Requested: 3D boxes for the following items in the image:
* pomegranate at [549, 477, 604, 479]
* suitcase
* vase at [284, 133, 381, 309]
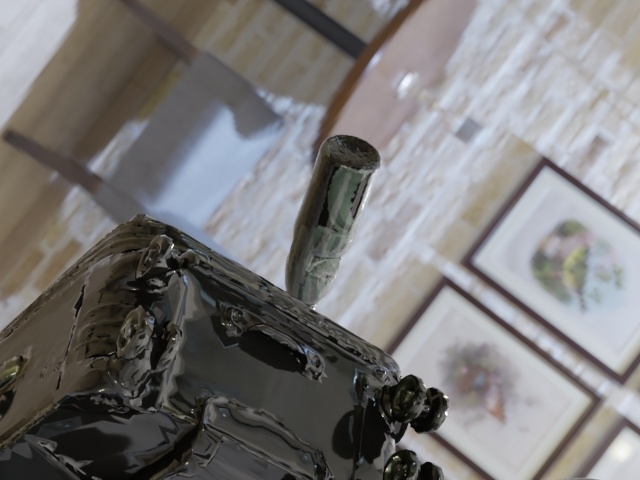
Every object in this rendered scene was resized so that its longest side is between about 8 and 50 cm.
[{"bbox_3d":[0.187,0.345,1.110,0.319,0.319,0.319,-49,167,-16],"label":"pomegranate"},{"bbox_3d":[-0.141,0.162,0.999,0.434,0.283,0.194,-39,-149,38],"label":"suitcase"},{"bbox_3d":[0.000,0.000,1.288,0.060,0.060,0.211,-36,153,-51],"label":"vase"}]
